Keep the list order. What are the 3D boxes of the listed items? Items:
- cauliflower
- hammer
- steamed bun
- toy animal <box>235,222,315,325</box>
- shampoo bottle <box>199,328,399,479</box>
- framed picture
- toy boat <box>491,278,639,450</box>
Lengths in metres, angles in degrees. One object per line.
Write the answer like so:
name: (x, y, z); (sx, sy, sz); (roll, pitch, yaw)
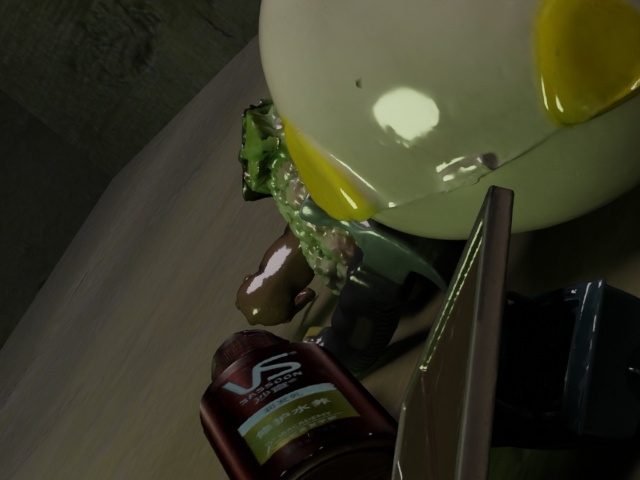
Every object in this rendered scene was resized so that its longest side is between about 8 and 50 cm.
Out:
cauliflower: (0.069, -0.087, 1.488); (0.315, 0.256, 0.239); (-20, -18, -46)
hammer: (0.040, 0.048, 1.370); (0.041, 0.158, 0.226); (-58, -5, -34)
steamed bun: (0.130, -0.166, 1.195); (0.374, 0.334, 0.334); (-28, 25, 42)
toy animal: (0.000, 0.000, 1.652); (0.214, 0.093, 0.186); (-51, -6, -2)
shampoo bottle: (-0.021, 0.140, 1.290); (0.129, 0.084, 0.323); (-26, 16, -6)
framed picture: (0.062, 0.140, 0.943); (0.213, 0.016, 0.289); (107, 175, -46)
toy boat: (0.120, 0.080, 1.031); (0.246, 0.103, 0.093); (153, 129, -72)
